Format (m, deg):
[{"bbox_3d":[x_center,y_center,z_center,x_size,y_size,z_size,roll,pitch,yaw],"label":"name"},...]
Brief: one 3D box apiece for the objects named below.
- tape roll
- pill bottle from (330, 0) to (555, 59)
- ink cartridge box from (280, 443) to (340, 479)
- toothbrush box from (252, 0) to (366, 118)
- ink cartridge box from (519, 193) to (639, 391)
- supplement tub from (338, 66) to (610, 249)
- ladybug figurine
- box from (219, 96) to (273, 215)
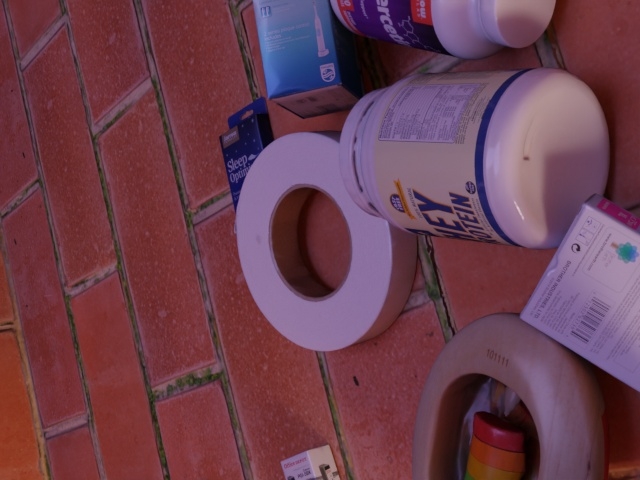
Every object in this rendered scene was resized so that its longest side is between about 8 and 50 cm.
[{"bbox_3d":[0.000,0.000,1.725,0.392,0.072,0.391,10,105,44],"label":"tape roll"},{"bbox_3d":[0.171,-0.363,1.415,0.323,0.182,0.181,25,113,46],"label":"pill bottle"},{"bbox_3d":[-0.011,0.459,1.830,0.099,0.056,0.135,-36,68,47],"label":"ink cartridge box"},{"bbox_3d":[-0.022,-0.366,1.601,0.126,0.216,0.295,-9,87,14],"label":"toothbrush box"},{"bbox_3d":[0.424,0.099,1.206,0.311,0.065,0.185,34,122,17],"label":"ink cartridge box"},{"bbox_3d":[0.205,-0.117,1.363,0.325,0.236,0.235,8,101,50],"label":"supplement tub"},{"bbox_3d":[0.276,0.313,1.387,0.305,0.162,0.449,26,114,45],"label":"ladybug figurine"},{"bbox_3d":[-0.137,-0.156,1.924,0.136,0.037,0.225,-23,76,49],"label":"box"}]
